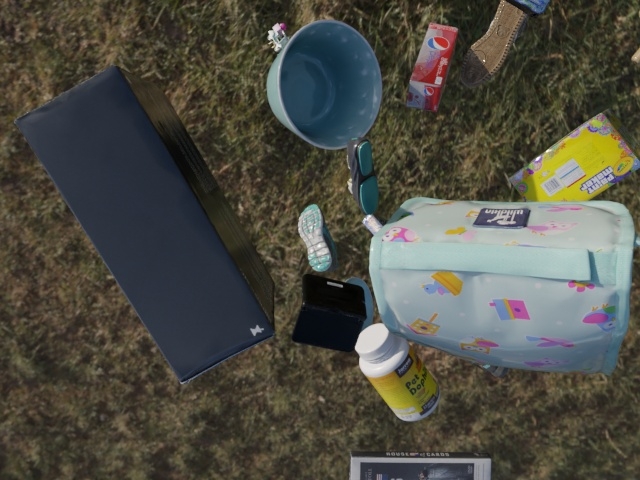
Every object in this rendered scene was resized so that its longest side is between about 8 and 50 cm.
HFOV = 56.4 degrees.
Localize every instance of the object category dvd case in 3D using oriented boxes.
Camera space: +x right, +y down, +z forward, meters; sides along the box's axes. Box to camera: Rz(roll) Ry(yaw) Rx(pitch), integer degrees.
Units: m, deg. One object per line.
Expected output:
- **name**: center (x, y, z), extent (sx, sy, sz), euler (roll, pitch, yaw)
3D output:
- **dvd case**: center (0.168, 0.451, 1.023), extent (0.239, 0.029, 0.179), euler (0, 95, -1)

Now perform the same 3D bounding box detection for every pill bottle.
- **pill bottle**: center (0.163, 0.282, 1.292), extent (0.117, 0.117, 0.215), euler (-22, 118, 29)

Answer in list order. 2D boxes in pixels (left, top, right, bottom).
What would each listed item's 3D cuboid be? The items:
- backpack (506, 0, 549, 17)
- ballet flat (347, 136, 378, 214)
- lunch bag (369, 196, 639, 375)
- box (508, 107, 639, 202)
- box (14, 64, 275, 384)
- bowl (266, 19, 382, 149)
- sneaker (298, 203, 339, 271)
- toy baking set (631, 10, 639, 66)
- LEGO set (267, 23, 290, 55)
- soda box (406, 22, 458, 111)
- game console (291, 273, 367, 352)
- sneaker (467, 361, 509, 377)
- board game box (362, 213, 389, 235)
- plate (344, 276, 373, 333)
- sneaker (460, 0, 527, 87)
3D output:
- **backpack**: center (0.414, -0.508, 1.153), extent (0.105, 0.084, 0.114), euler (25, 102, -10)
- **ballet flat**: center (0.097, -0.159, 1.450), extent (0.074, 0.074, 0.203), euler (0, 124, 15)
- **lunch bag**: center (0.185, 0.041, 0.595), extent (0.224, 0.160, 0.262), euler (4, 164, 24)
- **box**: center (0.731, -0.213, 1.693), extent (0.290, 0.279, 0.177), euler (-39, 83, 32)
- **box**: center (-0.148, -0.022, 0.582), extent (0.103, 0.184, 0.261), euler (-29, 100, -1)
- **bowl**: center (-0.012, -0.387, 1.524), extent (0.163, 0.311, 0.311), euler (12, 142, 56)
- **sneaker**: center (0.000, 0.000, 1.323), extent (0.065, 0.166, 0.076), euler (-23, 153, 23)
- **toy baking set**: center (0.584, -0.297, 0.881), extent (0.256, 0.030, 0.196), euler (-28, 110, 4)
- **LEGO set**: center (-0.033, -0.506, 1.701), extent (0.107, 0.132, 0.287), euler (-27, 160, 16)
- **soda box**: center (0.300, -0.462, 1.587), extent (0.084, 0.263, 0.092), euler (14, 145, 12)
- **game console**: center (0.014, 0.130, 1.072), extent (0.122, 0.107, 0.071), euler (14, 136, -18)
- **sneaker**: center (0.370, 0.235, 1.431), extent (0.106, 0.267, 0.101), euler (18, 97, -5)
- **board game box**: center (0.250, 0.020, 1.841), extent (0.165, 0.243, 0.042), euler (21, 114, -48)
- **plate**: center (0.092, 0.198, 1.695), extent (0.024, 0.188, 0.188), euler (-5, 127, 36)
- **sneaker**: center (0.487, -0.547, 1.660), extent (0.099, 0.153, 0.282), euler (32, 104, 9)
